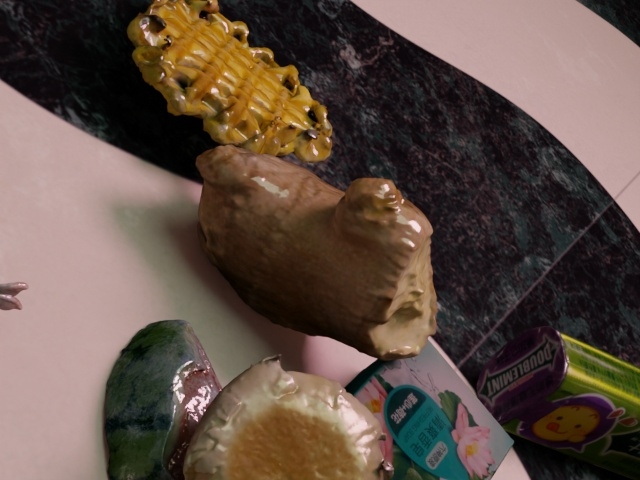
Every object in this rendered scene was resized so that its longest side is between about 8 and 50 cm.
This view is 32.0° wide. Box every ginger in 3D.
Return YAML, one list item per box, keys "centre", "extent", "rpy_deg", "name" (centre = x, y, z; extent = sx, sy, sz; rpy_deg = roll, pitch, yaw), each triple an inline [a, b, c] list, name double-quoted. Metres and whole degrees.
- centre: [0.000, 0.000, 1.043]
  extent: [0.276, 0.221, 0.130]
  rpy_deg: [38, 61, -3]
  name: "ginger"

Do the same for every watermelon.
- centre: [-0.103, 0.143, 0.937]
  extent: [0.139, 0.071, 0.187]
  rpy_deg: [33, 37, -28]
  name: "watermelon"

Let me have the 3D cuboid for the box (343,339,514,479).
- centre: [0.064, 0.207, 1.030]
  extent: [0.153, 0.092, 0.245]
  rpy_deg: [50, 35, 1]
  name: "box"

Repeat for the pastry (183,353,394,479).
- centre: [-0.028, 0.176, 0.859]
  extent: [0.166, 0.088, 0.165]
  rpy_deg: [4, 76, -15]
  name: "pastry"

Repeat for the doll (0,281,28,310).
- centre: [-0.283, 0.050, 0.832]
  extent: [0.084, 0.073, 0.127]
  rpy_deg: [29, 28, 30]
  name: "doll"

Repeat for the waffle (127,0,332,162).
- centre: [-0.101, -0.182, 1.199]
  extent: [0.262, 0.060, 0.280]
  rpy_deg: [13, 36, -51]
  name: "waffle"

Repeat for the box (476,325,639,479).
- centre: [0.351, 0.205, 1.307]
  extent: [0.345, 0.134, 0.097]
  rpy_deg: [24, 41, -30]
  name: "box"
